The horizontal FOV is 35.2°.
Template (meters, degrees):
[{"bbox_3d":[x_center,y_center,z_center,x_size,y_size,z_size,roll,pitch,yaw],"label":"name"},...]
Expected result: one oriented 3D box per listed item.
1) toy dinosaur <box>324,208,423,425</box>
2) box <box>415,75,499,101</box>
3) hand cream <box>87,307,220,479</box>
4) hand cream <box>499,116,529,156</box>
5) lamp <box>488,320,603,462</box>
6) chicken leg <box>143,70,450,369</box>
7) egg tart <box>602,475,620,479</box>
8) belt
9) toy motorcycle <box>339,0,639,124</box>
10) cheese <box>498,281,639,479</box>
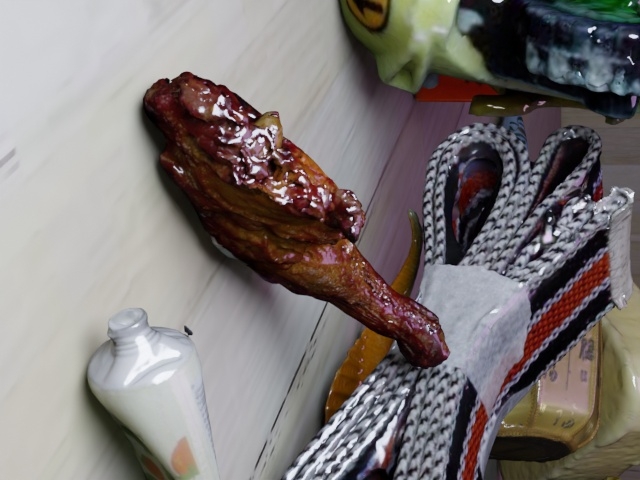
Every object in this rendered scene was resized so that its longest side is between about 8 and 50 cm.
[{"bbox_3d":[0.026,0.098,0.609,0.142,0.057,0.212,-20,100,-56],"label":"toy dinosaur"},{"bbox_3d":[0.173,-0.162,0.907,0.245,0.139,0.035,-45,135,-65],"label":"box"},{"bbox_3d":[-0.045,0.096,0.351,0.037,0.057,0.165,-28,121,-30],"label":"hand cream"},{"bbox_3d":[0.242,-0.117,1.307,0.256,0.055,0.088,-67,158,-65],"label":"hand cream"},{"bbox_3d":[0.178,0.100,0.917,0.161,0.161,0.185,58,33,-61],"label":"lamp"},{"bbox_3d":[-0.005,-0.004,0.418,0.053,0.093,0.205,-58,149,-5],"label":"chicken leg"},{"bbox_3d":[0.293,0.444,1.210,0.345,0.132,0.345,9,90,-79],"label":"egg tart"},{"bbox_3d":[0.068,0.077,0.530,0.359,0.126,0.094,-56,145,-35],"label":"belt"},{"bbox_3d":[0.150,-0.168,0.674,0.410,0.237,0.169,-55,158,-66],"label":"toy motorcycle"},{"bbox_3d":[0.328,0.139,1.334,0.384,0.104,0.384,-179,-90,-75],"label":"cheese"}]
